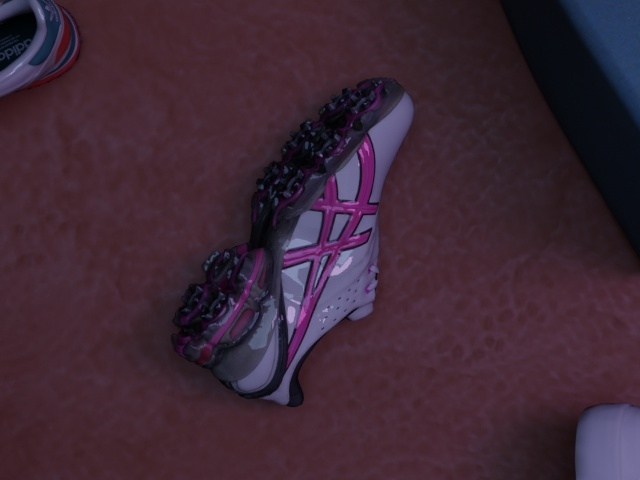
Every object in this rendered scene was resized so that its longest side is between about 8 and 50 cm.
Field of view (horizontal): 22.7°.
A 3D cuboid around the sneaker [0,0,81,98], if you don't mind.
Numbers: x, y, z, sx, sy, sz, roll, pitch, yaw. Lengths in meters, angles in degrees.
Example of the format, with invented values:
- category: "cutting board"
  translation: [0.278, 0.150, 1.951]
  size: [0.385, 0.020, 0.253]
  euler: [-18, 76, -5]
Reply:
- category: "sneaker"
  translation: [-0.206, -0.086, 0.849]
  size: [0.161, 0.075, 0.057]
  euler: [-29, 85, -3]

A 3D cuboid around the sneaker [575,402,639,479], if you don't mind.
- category: "sneaker"
  translation: [0.233, 0.205, 0.769]
  size: [0.169, 0.108, 0.292]
  euler: [-20, 79, 27]

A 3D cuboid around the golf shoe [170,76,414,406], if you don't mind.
- category: "golf shoe"
  translation: [0.000, 0.000, 0.854]
  size: [0.086, 0.067, 0.186]
  euler: [35, 85, -23]

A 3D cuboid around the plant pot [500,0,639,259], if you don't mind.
- category: "plant pot"
  translation: [0.180, -0.134, 0.816]
  size: [0.166, 0.165, 0.234]
  euler: [-33, 78, -3]
